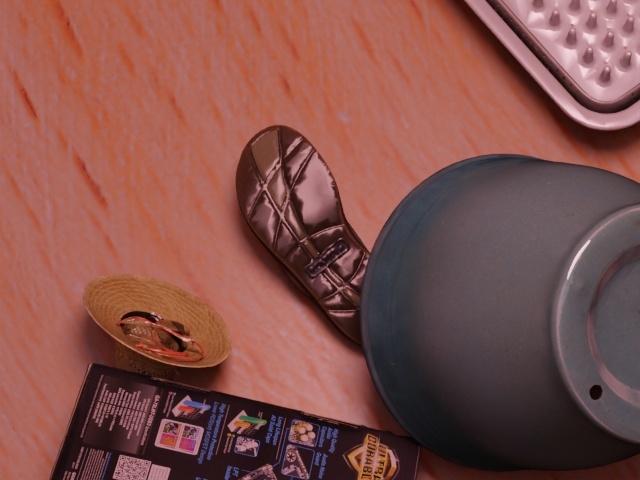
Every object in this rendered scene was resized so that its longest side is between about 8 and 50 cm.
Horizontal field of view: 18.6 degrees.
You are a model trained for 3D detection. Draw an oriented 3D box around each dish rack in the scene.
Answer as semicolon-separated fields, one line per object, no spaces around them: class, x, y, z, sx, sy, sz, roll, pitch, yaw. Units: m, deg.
dish rack;0.291;-0.270;1.820;0.333;0.072;0.285;-36;75;-11

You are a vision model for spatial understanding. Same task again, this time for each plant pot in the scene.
plant pot;0.205;0.064;1.553;0.271;0.255;0.272;0;91;-22

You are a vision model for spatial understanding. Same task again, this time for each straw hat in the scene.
straw hat;-0.150;0.093;1.696;0.144;0.144;0.061;26;114;9

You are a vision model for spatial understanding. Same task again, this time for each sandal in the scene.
sandal;0.000;0.000;1.739;0.090;0.060;0.219;-38;89;-6

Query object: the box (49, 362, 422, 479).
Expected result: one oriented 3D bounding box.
box;-0.080;0.248;1.561;0.293;0.073;0.295;13;41;-1
